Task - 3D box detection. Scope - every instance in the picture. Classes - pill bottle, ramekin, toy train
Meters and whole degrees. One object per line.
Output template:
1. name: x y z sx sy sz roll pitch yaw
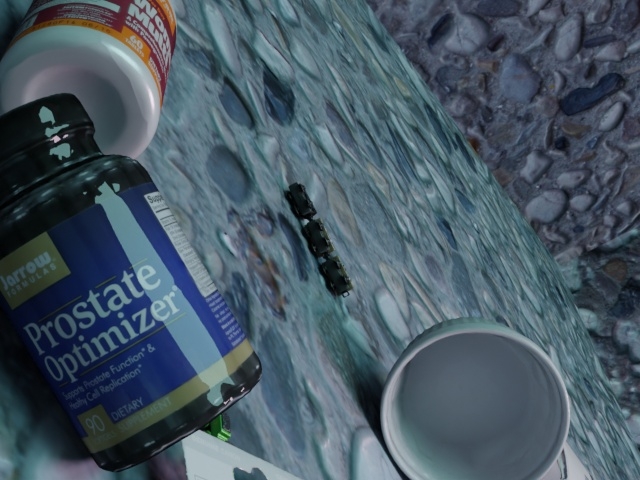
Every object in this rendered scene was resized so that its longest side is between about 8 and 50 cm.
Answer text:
1. pill bottle: -0.141 0.024 0.589 0.219 0.123 0.123 59 18 -2
2. pill bottle: -0.181 -0.159 0.754 0.121 0.121 0.221 49 22 -31
3. ramekin: 0.174 0.185 1.064 0.207 0.207 0.109 59 10 -6
4. toy train: -0.076 0.167 0.704 0.017 0.024 0.083 43 25 -43
5. toy train: 0.000 0.000 1.149 0.158 0.027 0.036 65 8 13

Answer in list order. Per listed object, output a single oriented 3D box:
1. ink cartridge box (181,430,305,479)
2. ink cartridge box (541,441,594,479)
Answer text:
1. ink cartridge box: -0.039 0.261 0.633 0.189 0.066 0.232 40 19 -46
2. ink cartridge box: 0.275 0.353 1.136 0.218 0.159 0.092 52 21 -23
